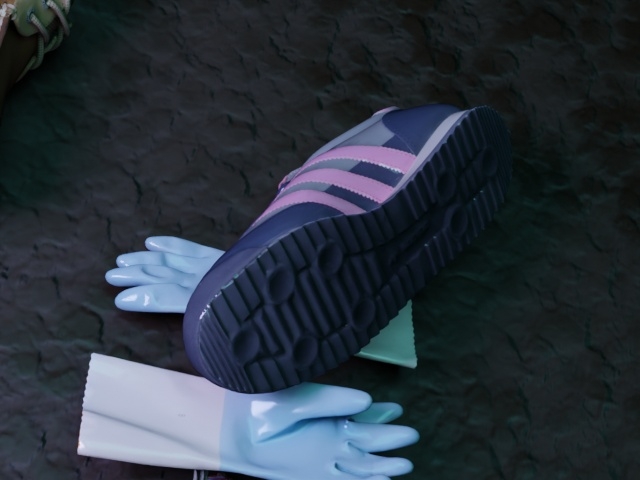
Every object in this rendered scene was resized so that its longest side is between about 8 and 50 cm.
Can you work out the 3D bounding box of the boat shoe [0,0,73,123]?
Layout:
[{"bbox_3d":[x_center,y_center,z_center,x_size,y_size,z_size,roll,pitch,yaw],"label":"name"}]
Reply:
[{"bbox_3d":[-0.235,-0.185,1.023,0.120,0.122,0.324,3,65,-18],"label":"boat shoe"}]

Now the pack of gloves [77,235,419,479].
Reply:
[{"bbox_3d":[-0.038,0.072,0.968,0.232,0.046,0.195,10,47,-11],"label":"pack of gloves"}]

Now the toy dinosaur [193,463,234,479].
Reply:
[{"bbox_3d":[-0.090,0.189,0.941,0.082,0.047,0.090,-10,101,-29],"label":"toy dinosaur"}]

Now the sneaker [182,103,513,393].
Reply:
[{"bbox_3d":[0.000,0.000,0.991,0.319,0.131,0.112,-34,121,-39],"label":"sneaker"}]
